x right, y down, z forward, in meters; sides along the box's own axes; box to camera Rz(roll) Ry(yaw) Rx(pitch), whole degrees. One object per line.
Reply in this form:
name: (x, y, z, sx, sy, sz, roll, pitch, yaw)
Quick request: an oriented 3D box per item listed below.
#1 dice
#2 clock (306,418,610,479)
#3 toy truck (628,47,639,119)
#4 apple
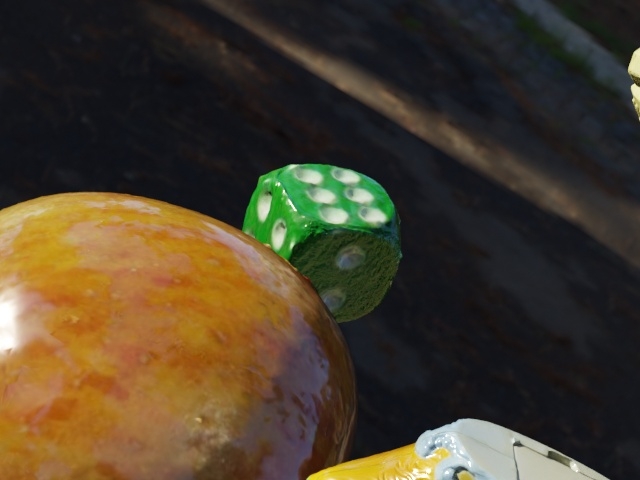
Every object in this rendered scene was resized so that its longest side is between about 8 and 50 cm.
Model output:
dice: (0.000, 0.000, 1.568, 0.131, 0.120, 0.128, 5, 33, -24)
clock: (0.094, 0.185, 0.867, 0.231, 0.144, 0.103, 28, 20, -6)
toy truck: (0.416, -0.175, 1.465, 0.157, 0.272, 0.124, 57, -3, -30)
apple: (-0.163, 0.153, 1.108, 0.333, 0.400, 0.400, 26, 22, -2)
